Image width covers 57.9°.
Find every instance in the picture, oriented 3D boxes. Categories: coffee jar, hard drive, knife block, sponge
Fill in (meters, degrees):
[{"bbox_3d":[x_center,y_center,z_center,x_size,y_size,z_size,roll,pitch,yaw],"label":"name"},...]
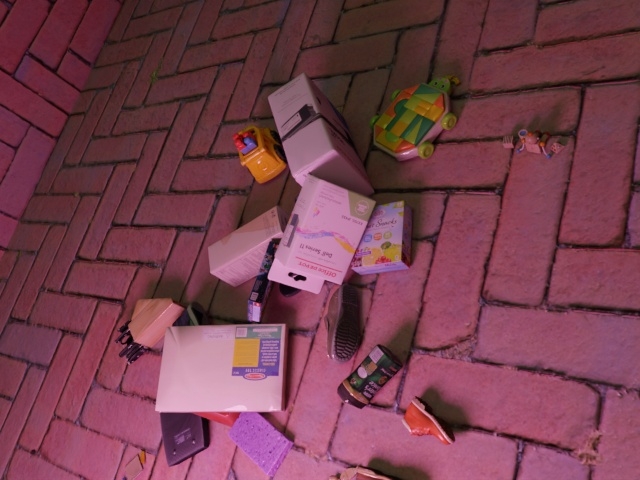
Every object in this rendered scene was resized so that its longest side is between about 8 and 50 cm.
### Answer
[{"bbox_3d":[0.134,0.380,1.600,0.184,0.096,0.079,-48,46,5],"label":"coffee jar"},{"bbox_3d":[-0.451,0.598,1.918,0.172,0.054,0.254,-33,51,16],"label":"hard drive"},{"bbox_3d":[-0.645,0.344,2.171,0.276,0.088,0.242,-5,64,32],"label":"knife block"},{"bbox_3d":[-0.184,0.599,1.747,0.210,0.031,0.117,27,83,42],"label":"sponge"}]

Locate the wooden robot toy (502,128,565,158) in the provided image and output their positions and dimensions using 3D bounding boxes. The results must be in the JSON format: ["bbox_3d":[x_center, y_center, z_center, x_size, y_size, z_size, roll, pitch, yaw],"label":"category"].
[{"bbox_3d":[0.601,-0.293,1.648,0.173,0.079,0.076,20,79,40],"label":"wooden robot toy"}]

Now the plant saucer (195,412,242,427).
[{"bbox_3d":[-0.346,0.441,1.876,0.259,0.047,0.259,14,72,17],"label":"plant saucer"}]

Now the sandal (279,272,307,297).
[{"bbox_3d":[-0.056,0.076,1.925,0.254,0.054,0.097,-51,48,1],"label":"sandal"}]

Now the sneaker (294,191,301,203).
[{"bbox_3d":[-0.041,-0.073,1.940,0.125,0.104,0.262,-41,39,0],"label":"sneaker"}]

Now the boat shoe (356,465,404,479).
[{"bbox_3d":[0.165,0.627,1.470,0.178,0.064,0.060,2,72,43],"label":"boat shoe"}]

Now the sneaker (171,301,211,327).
[{"bbox_3d":[-0.449,0.353,2.036,0.163,0.086,0.226,-42,57,20],"label":"sneaker"}]

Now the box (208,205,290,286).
[{"bbox_3d":[-0.227,0.026,2.013,0.311,0.148,0.121,-28,52,18],"label":"box"}]

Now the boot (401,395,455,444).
[{"bbox_3d":[0.274,0.480,1.478,0.084,0.059,0.158,-54,40,3],"label":"boot"}]

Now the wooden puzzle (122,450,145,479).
[{"bbox_3d":[-0.636,0.780,1.978,0.116,0.014,0.078,-39,45,11],"label":"wooden puzzle"}]

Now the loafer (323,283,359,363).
[{"bbox_3d":[0.060,0.255,1.737,0.087,0.094,0.251,-35,36,47],"label":"loafer"}]

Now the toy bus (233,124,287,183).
[{"bbox_3d":[-0.251,-0.361,2.196,0.149,0.211,0.220,-31,50,19],"label":"toy bus"}]

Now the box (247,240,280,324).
[{"bbox_3d":[-0.181,0.141,1.879,0.044,0.159,0.233,15,55,3],"label":"box"}]

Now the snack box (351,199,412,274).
[{"bbox_3d":[0.190,-0.008,1.788,0.175,0.070,0.207,-11,59,32],"label":"snack box"}]

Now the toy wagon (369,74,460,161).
[{"bbox_3d":[0.325,-0.425,1.921,0.344,0.068,0.267,-51,49,1],"label":"toy wagon"}]

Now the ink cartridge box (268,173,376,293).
[{"bbox_3d":[0.000,0.000,1.766,0.353,0.207,0.119,-68,26,7],"label":"ink cartridge box"}]

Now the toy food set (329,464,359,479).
[{"bbox_3d":[0.061,0.661,1.552,0.122,0.019,0.077,-25,54,13],"label":"toy food set"}]

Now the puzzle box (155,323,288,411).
[{"bbox_3d":[-0.305,0.403,1.823,0.409,0.052,0.272,-3,65,11],"label":"puzzle box"}]

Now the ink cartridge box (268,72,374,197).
[{"bbox_3d":[0.001,-0.321,1.946,0.166,0.285,0.394,-31,52,17],"label":"ink cartridge box"}]
